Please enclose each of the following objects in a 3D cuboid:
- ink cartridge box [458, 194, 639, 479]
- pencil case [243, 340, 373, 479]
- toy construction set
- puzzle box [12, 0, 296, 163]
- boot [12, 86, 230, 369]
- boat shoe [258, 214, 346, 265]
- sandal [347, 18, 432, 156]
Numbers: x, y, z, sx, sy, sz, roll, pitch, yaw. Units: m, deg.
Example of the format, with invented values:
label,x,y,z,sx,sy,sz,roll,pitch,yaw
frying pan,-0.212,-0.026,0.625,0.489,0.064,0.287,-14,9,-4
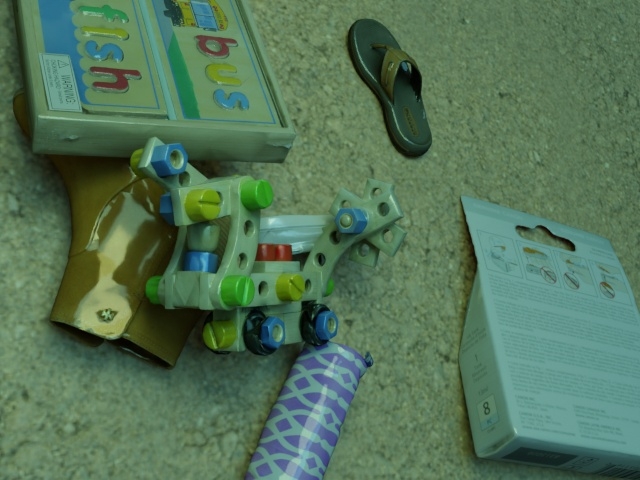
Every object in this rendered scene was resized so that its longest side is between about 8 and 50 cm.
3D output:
label,x,y,z,sx,sy,sz,roll,pitch,yaw
ink cartridge box,0.336,0.137,1.073,0.308,0.091,0.385,14,49,-23
pencil case,-0.016,0.210,0.840,0.086,0.088,0.206,14,57,23
toy construction set,-0.051,0.012,0.798,0.327,0.151,0.215,1,86,-43
puzzle box,-0.206,-0.259,0.852,0.272,0.052,0.409,-1,54,-29
boot,-0.238,-0.009,0.784,0.295,0.104,0.211,35,58,-18
boat shoe,0.000,0.000,0.935,0.184,0.066,0.063,-1,87,-31
sandal,0.112,-0.230,1.078,0.090,0.060,0.219,-14,79,-31
